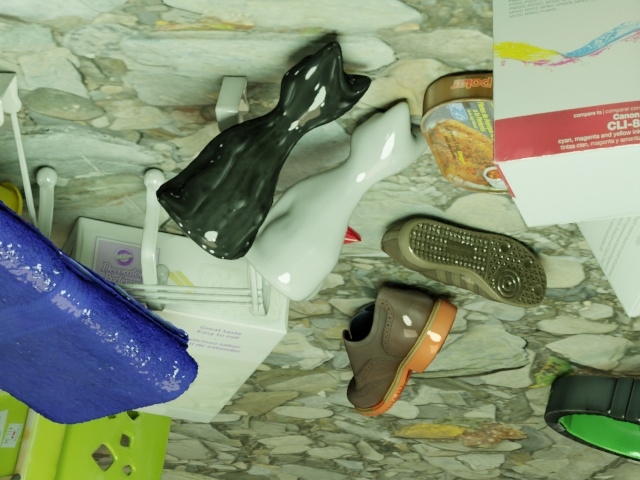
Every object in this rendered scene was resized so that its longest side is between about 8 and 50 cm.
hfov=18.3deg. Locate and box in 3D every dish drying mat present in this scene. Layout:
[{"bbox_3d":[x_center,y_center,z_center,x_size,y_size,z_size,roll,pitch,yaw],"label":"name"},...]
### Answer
[{"bbox_3d":[0.000,0.000,2.093,0.083,0.008,0.032,-11,153,29],"label":"dish drying mat"}]

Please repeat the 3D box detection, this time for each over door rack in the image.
[{"bbox_3d":[-0.171,-0.055,1.908,0.239,0.108,0.324,1,141,6],"label":"over door rack"}]

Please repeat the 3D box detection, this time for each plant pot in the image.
[{"bbox_3d":[-0.354,0.294,2.549,0.227,0.228,0.207,-14,144,36],"label":"plant pot"}]

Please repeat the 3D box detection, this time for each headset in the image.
[{"bbox_3d":[0.469,0.210,2.381,0.394,0.185,0.243,10,164,25],"label":"headset"}]

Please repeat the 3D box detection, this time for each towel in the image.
[{"bbox_3d":[-0.289,0.065,1.940,0.227,0.076,0.308,-15,135,40],"label":"towel"}]

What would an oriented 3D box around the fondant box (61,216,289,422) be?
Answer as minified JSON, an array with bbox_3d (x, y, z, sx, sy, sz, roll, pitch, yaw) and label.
[{"bbox_3d":[-0.193,0.097,2.234,0.238,0.096,0.330,11,154,-14],"label":"fondant box"}]

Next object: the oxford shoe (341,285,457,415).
[{"bbox_3d":[0.069,0.119,2.273,0.098,0.097,0.271,28,148,-3],"label":"oxford shoe"}]

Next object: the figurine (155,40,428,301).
[{"bbox_3d":[-0.009,-0.063,1.785,0.209,0.092,0.215,-47,145,7],"label":"figurine"}]

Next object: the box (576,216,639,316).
[{"bbox_3d":[0.334,-0.044,1.726,0.181,0.119,0.181,-23,160,-12],"label":"box"}]

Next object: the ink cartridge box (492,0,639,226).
[{"bbox_3d":[0.212,-0.120,1.594,0.127,0.176,0.128,-7,154,18],"label":"ink cartridge box"}]

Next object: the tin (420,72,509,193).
[{"bbox_3d":[0.155,-0.097,1.822,0.106,0.040,0.190,1,156,16],"label":"tin"}]

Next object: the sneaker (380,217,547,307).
[{"bbox_3d":[0.149,0.020,2.069,0.188,0.066,0.071,24,166,-27],"label":"sneaker"}]

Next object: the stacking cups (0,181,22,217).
[{"bbox_3d":[-0.436,-0.080,1.912,0.096,0.096,0.316,-18,142,40],"label":"stacking cups"}]
